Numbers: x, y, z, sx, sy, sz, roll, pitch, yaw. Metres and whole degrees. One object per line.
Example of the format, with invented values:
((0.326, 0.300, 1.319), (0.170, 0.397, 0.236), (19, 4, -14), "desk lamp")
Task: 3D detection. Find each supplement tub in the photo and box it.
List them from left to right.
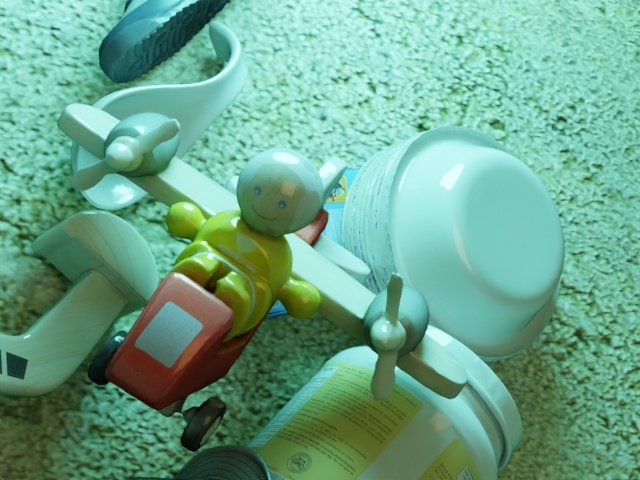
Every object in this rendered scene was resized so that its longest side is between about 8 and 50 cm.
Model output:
((0.041, 0.267, 1.792), (0.331, 0.241, 0.241), (-44, 99, -28), "supplement tub")

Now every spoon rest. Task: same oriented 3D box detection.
((-0.174, -0.144, 1.859), (0.276, 0.084, 0.137), (-47, 137, -29), "spoon rest")

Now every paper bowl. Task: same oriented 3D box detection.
((0.174, 0.003, 1.944), (0.284, 0.148, 0.284), (15, 66, -36), "paper bowl")

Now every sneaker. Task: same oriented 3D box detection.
((-0.172, -0.311, 1.914), (0.131, 0.112, 0.319), (39, 60, 5), "sneaker")

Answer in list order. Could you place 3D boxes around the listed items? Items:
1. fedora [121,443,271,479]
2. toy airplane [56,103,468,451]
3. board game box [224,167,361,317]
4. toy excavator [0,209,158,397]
((-0.156, 0.324, 1.605), (0.124, 0.244, 0.275), (17, 73, -37), "fedora")
((-0.058, 0.004, 1.703), (0.386, 0.272, 0.384), (3, 47, -26), "toy airplane")
((0.000, 0.000, 1.949), (0.211, 0.039, 0.160), (-8, 82, -27), "board game box")
((-0.396, 0.128, 1.644), (0.445, 0.222, 0.433), (23, 61, -32), "toy excavator")
